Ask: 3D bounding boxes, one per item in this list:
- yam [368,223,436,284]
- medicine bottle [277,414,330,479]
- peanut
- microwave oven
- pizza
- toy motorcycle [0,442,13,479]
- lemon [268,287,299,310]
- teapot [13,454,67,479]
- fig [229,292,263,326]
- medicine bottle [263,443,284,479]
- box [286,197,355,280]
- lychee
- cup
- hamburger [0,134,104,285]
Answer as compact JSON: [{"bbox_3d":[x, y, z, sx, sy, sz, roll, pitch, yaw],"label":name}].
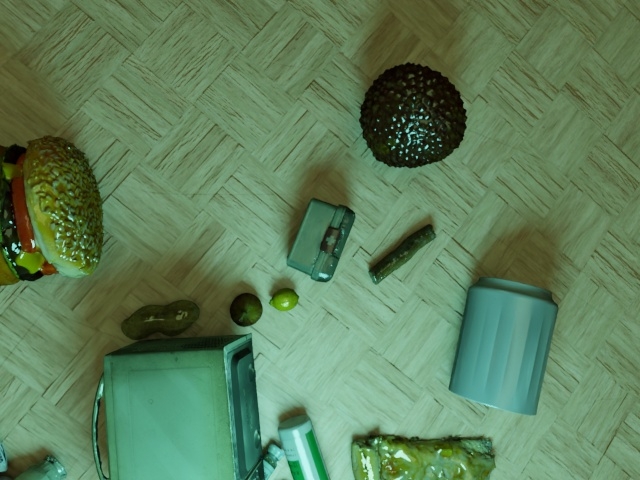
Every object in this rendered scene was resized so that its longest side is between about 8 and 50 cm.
[{"bbox_3d":[0.233,0.037,1.475,0.241,0.057,0.057,-37,95,-13],"label":"yam"},{"bbox_3d":[-0.031,0.594,1.361,0.095,0.095,0.260,-18,89,-13],"label":"medicine bottle"},{"bbox_3d":[-0.399,0.201,1.312,0.192,0.089,0.089,-8,88,-9],"label":"peanut"},{"bbox_3d":[-0.307,0.429,1.207,0.333,0.247,0.394,-5,88,6],"label":"microwave oven"},{"bbox_3d":[0.277,0.737,1.431,0.435,0.080,0.392,7,85,-10],"label":"pizza"},{"bbox_3d":[-0.788,0.503,1.204,0.112,0.112,0.254,-37,100,-12],"label":"toy motorcycle"},{"bbox_3d":[-0.096,0.158,1.390,0.083,0.062,0.062,-10,89,-9],"label":"lemon"},{"bbox_3d":[-0.676,0.596,1.185,0.200,0.077,0.107,-39,134,-49],"label":"teapot"},{"bbox_3d":[-0.190,0.180,1.335,0.089,0.125,0.089,0,89,-8],"label":"fig"},{"bbox_3d":[-0.167,0.609,1.325,0.051,0.051,0.191,44,60,-7],"label":"medicine bottle"},{"bbox_3d":[0.000,0.000,1.382,0.129,0.148,0.210,21,82,1],"label":"box"},{"bbox_3d":[0.246,-0.321,1.389,0.276,0.276,0.304,-43,125,-12],"label":"lychee"},{"bbox_3d":[0.528,0.290,1.452,0.323,0.237,0.327,20,81,-40],"label":"cup"},{"bbox_3d":[-0.623,-0.063,1.155,0.250,0.330,0.330,-4,87,-14],"label":"hamburger"}]
